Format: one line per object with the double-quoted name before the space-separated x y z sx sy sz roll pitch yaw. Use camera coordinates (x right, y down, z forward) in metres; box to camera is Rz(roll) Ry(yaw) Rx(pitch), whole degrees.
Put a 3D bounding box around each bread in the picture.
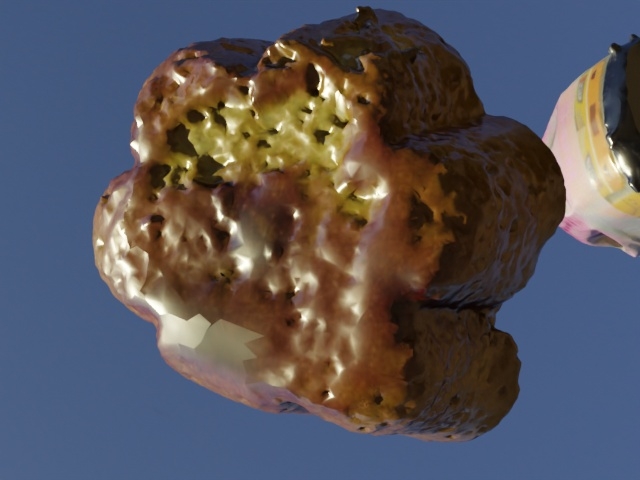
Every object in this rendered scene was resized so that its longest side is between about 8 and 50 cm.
"bread" -0.003 -0.013 0.693 0.135 0.246 0.232 -2 -73 -64

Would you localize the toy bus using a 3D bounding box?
"toy bus" 0.375 -0.054 1.209 0.386 0.162 0.171 11 -119 -27
